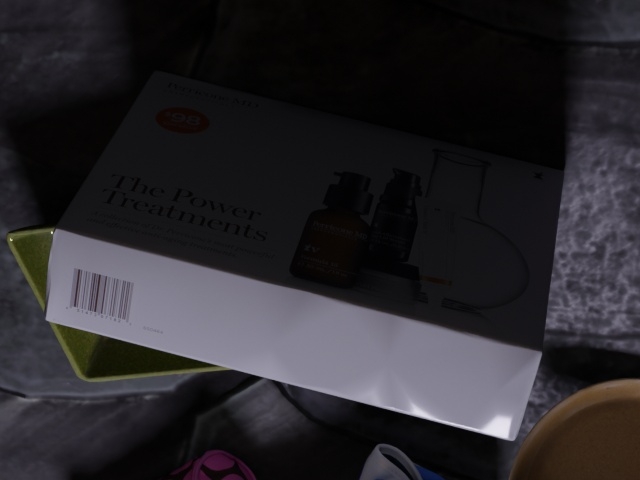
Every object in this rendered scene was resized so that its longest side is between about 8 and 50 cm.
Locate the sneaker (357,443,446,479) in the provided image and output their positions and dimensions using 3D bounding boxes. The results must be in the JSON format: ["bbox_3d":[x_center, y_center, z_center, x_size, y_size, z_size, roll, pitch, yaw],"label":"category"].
[{"bbox_3d":[0.014,0.292,1.639,0.322,0.130,0.236,8,112,12],"label":"sneaker"}]

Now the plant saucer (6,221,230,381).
[{"bbox_3d":[-0.169,0.043,1.550,0.188,0.045,0.188,-7,126,21],"label":"plant saucer"}]

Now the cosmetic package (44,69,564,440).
[{"bbox_3d":[0.000,0.000,1.365,0.377,0.284,0.097,14,120,3],"label":"cosmetic package"}]

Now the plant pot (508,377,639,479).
[{"bbox_3d":[0.288,0.244,1.540,0.236,0.032,0.236,0,88,2],"label":"plant pot"}]

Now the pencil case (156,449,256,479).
[{"bbox_3d":[-0.159,0.295,1.682,0.209,0.098,0.095,-37,107,27],"label":"pencil case"}]
